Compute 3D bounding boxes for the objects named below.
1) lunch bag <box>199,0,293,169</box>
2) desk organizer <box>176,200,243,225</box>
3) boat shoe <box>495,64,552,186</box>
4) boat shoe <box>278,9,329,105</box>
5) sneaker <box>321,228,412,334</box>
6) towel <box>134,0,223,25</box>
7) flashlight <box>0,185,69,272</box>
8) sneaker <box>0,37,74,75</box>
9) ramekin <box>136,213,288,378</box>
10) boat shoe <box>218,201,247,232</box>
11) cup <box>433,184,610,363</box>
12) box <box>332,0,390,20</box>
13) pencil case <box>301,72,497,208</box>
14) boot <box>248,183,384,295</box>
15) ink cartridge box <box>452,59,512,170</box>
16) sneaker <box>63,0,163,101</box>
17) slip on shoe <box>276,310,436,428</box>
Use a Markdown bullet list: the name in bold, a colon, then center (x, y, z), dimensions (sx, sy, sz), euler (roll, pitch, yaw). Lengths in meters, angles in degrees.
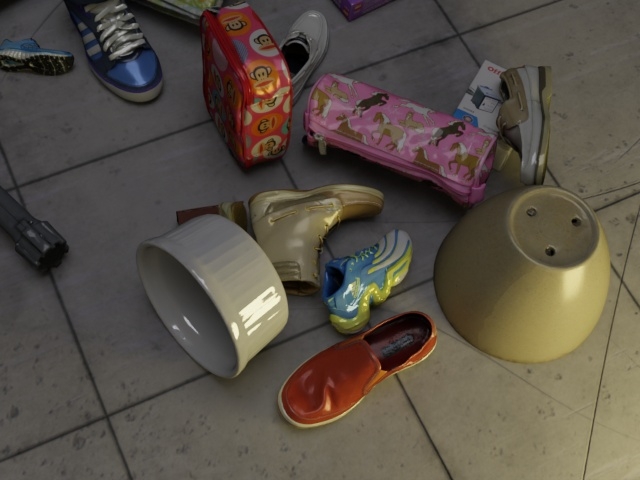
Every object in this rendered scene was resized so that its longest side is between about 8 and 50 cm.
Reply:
- **lunch bag**: center (-0.152, -0.309, 1.823), dimensions (0.120, 0.293, 0.258), euler (-20, 63, -16)
- **desk organizer**: center (-0.207, -0.035, 1.816), dimensions (0.130, 0.047, 0.050), euler (-9, 67, -10)
- **boat shoe**: center (0.393, -0.222, 1.846), dimensions (0.103, 0.113, 0.302), euler (4, 49, 9)
- **boat shoe**: center (-0.041, -0.396, 1.994), dimensions (0.095, 0.084, 0.258), euler (15, 63, 3)
- **sneaker**: center (0.083, 0.051, 1.745), dimensions (0.091, 0.126, 0.240), euler (6, 55, 42)
- **towel**: center (-0.304, -0.668, 2.010), dimensions (0.320, 0.090, 0.375), euler (24, 97, 14)
- **flashlight**: center (-0.598, -0.062, 1.770), dimensions (0.304, 0.103, 0.103), euler (41, 33, 11)
- **sneaker**: center (-0.588, -0.389, 1.954), dimensions (0.162, 0.063, 0.073), euler (6, 59, -2)
- **ramekin**: center (-0.182, 0.087, 1.635), dimensions (0.135, 0.277, 0.277), euler (-35, 71, -29)
- **boat shoe**: center (-0.165, 0.004, 1.775), dimensions (0.048, 0.153, 0.056), euler (4, 15, 35)
- **cup**: center (0.392, 0.030, 1.732), dimensions (0.331, 0.237, 0.331), euler (2, 63, -5)
- **box**: center (0.129, -0.636, 2.149), dimensions (0.293, 0.057, 0.201), euler (-29, 68, -18)
- **pencil case**: center (0.156, -0.197, 1.858), dimensions (0.386, 0.160, 0.167), euler (21, 86, 9)
- **boot**: center (0.000, 0.000, 1.789), dimensions (0.261, 0.095, 0.203), euler (-4, 63, -5)
- **ink cartridge box**: center (0.355, -0.260, 1.964), dimensions (0.139, 0.082, 0.191), euler (27, 65, 8)
- **sneaker**: center (-0.430, -0.456, 1.903), dimensions (0.130, 0.236, 0.323), euler (-28, 68, -18)
- **slip on shoe**: center (0.067, 0.219, 1.681), dimensions (0.331, 0.101, 0.123), euler (-27, 70, -16)
